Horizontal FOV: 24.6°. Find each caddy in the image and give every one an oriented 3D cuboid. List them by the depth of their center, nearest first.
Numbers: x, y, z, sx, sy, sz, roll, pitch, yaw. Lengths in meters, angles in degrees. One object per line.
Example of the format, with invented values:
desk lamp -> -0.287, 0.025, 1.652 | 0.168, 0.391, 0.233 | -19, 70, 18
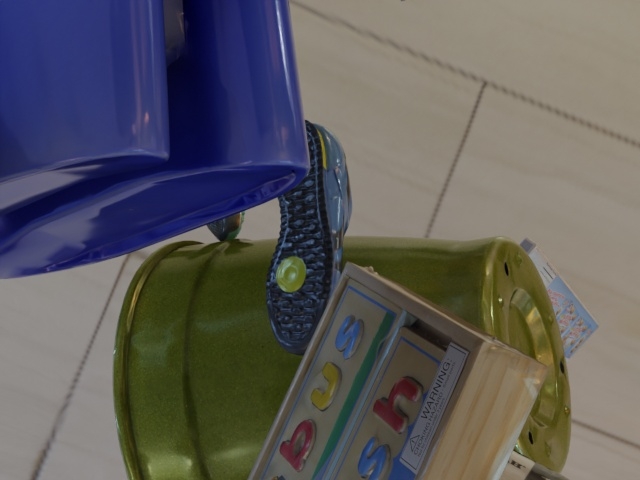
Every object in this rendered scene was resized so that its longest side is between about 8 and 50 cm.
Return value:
caddy -> -0.164, -0.092, 0.850 | 0.241, 0.341, 0.179 | 0, 76, -51

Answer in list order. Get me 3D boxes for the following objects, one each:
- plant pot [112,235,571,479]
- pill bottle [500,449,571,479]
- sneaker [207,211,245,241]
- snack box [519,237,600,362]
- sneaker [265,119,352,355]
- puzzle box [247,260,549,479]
plant pot -> 0.046, 0.146, 1.435 | 0.353, 0.366, 0.366 | -12, 83, 24
pill bottle -> 0.176, 0.244, 1.076 | 0.245, 0.130, 0.130 | 27, 79, 14
sneaker -> -0.138, -0.064, 1.571 | 0.076, 0.065, 0.166 | -2, 51, -38
snack box -> 0.249, 0.070, 1.616 | 0.064, 0.022, 0.178 | -48, 133, -4
sneaker -> 0.000, 0.000, 1.272 | 0.069, 0.082, 0.209 | -10, 70, 30
puzzle box -> -0.004, 0.227, 0.999 | 0.052, 0.272, 0.409 | 24, 91, -19
